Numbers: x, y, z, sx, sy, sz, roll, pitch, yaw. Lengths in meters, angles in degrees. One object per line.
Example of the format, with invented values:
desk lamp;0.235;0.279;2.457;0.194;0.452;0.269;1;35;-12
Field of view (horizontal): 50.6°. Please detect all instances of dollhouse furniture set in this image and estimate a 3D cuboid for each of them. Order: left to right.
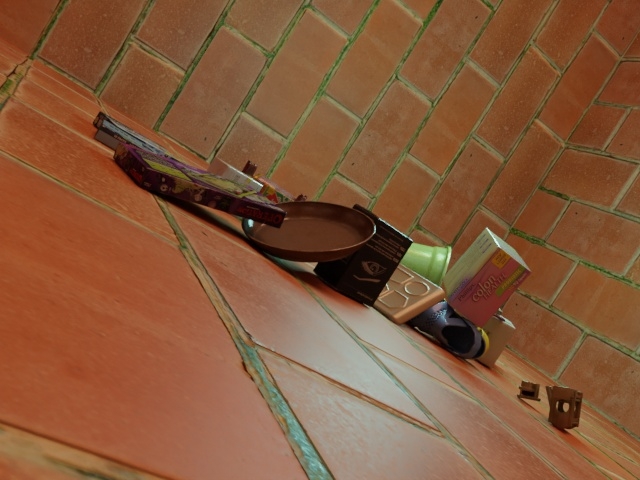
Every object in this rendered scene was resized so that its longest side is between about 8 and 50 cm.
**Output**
dollhouse furniture set;-0.159;-0.127;2.164;0.201;0.152;0.374;32;3;2
dollhouse furniture set;0.544;0.186;2.098;0.091;0.081;0.114;30;7;5
dollhouse furniture set;0.566;0.418;1.726;0.161;0.101;0.182;5;-11;31

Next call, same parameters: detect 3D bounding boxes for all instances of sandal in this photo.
sandal;0.336;0.227;1.882;0.317;0.126;0.138;31;7;4

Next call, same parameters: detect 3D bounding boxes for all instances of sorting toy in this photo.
sorting toy;0.203;0.138;1.847;0.193;0.038;0.208;-24;44;-33

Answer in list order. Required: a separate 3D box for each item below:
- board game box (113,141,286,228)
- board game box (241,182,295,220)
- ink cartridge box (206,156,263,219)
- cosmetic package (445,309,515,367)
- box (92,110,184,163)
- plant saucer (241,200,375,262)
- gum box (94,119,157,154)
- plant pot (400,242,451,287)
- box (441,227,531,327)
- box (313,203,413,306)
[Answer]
board game box;-0.265;-0.121;1.503;0.347;0.056;0.208;17;16;-36
board game box;-0.087;-0.048;1.918;0.259;0.124;0.039;30;5;-36
ink cartridge box;-0.236;-0.132;1.860;0.067;0.115;0.198;35;3;40
cosmetic package;0.527;0.298;2.267;0.197;0.155;0.365;30;5;13
box;-0.523;-0.278;1.947;0.233;0.044;0.159;29;4;-42
plant saucer;-0.028;-0.019;1.579;0.310;0.050;0.310;1;24;-1
gum box;-0.498;-0.246;1.738;0.157;0.041;0.184;31;3;-22
plant pot;0.319;0.109;2.537;0.254;0.276;0.276;21;3;3
box;0.473;0.103;1.961;0.117;0.213;0.243;37;14;-4
box;0.107;0.040;1.704;0.153;0.207;0.108;31;3;-41
